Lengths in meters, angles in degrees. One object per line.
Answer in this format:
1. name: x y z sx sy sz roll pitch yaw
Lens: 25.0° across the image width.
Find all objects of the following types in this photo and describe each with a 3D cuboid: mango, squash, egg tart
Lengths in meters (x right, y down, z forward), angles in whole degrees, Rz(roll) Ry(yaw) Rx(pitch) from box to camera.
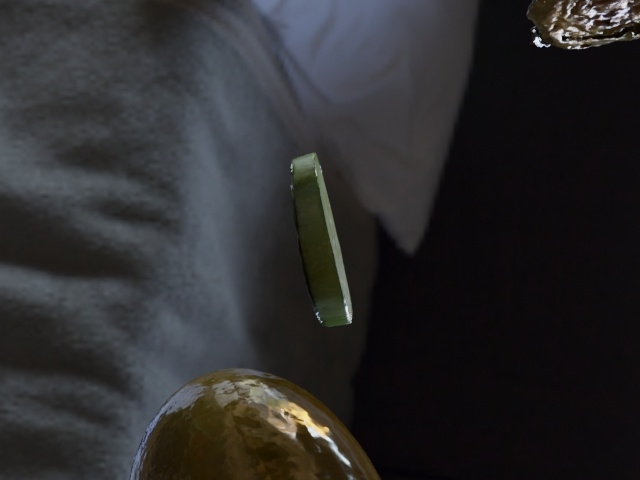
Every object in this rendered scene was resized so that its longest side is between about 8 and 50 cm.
1. mango: -0.025 0.274 1.246 0.445 0.220 0.301 27 -46 64
2. squash: 0.005 -0.001 1.785 0.219 0.041 0.219 -10 90 -83
3. egg tart: 0.332 -0.290 1.460 0.297 0.297 0.132 39 32 -72
